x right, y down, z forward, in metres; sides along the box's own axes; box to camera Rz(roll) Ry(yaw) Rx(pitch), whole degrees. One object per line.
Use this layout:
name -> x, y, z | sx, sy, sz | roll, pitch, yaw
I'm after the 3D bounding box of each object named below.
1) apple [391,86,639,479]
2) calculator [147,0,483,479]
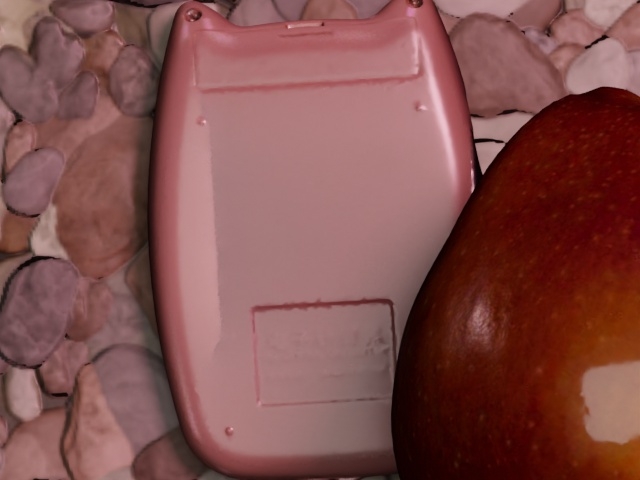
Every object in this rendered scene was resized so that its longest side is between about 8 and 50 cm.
apple -> 0.179, 0.082, 1.029 | 0.288, 0.288, 0.317 | 15, 67, 3
calculator -> 0.000, 0.000, 1.159 | 0.220, 0.048, 0.330 | -4, 83, -2
